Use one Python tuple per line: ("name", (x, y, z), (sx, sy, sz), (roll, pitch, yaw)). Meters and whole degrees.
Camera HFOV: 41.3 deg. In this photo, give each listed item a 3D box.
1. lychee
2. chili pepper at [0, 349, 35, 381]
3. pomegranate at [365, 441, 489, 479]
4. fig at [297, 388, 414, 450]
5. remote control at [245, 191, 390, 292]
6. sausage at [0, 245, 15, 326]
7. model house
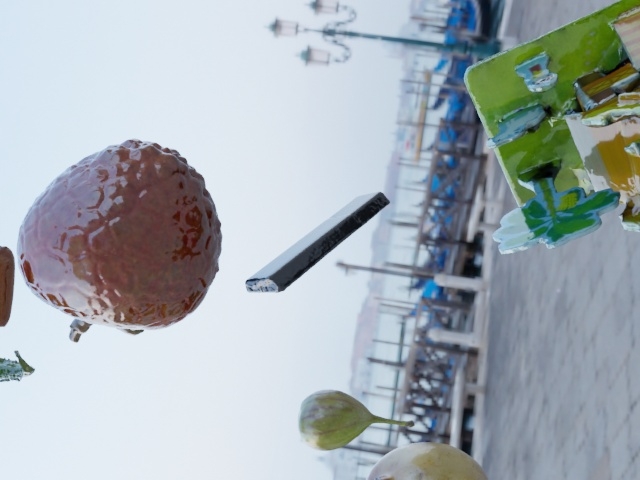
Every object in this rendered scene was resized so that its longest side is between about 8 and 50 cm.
("lychee", (-0.260, 0.013, 1.095), (0.255, 0.255, 0.300), (-59, -14, -79))
("chili pepper", (-0.646, 0.215, 1.472), (0.076, 0.359, 0.085), (-65, -31, -61))
("pomegranate", (0.197, 0.502, 1.582), (0.264, 0.264, 0.264), (8, -90, -86))
("fig", (0.045, 0.250, 1.241), (0.093, 0.166, 0.093), (163, 90, -79))
("remote control", (0.000, 0.000, 1.062), (0.245, 0.063, 0.025), (-39, -70, -43))
("sausage", (-0.750, 0.107, 1.976), (0.076, 0.076, 0.197), (-60, -21, -78))
("model house", (0.341, -0.123, 0.950), (0.242, 0.358, 0.313), (65, -162, -17))
